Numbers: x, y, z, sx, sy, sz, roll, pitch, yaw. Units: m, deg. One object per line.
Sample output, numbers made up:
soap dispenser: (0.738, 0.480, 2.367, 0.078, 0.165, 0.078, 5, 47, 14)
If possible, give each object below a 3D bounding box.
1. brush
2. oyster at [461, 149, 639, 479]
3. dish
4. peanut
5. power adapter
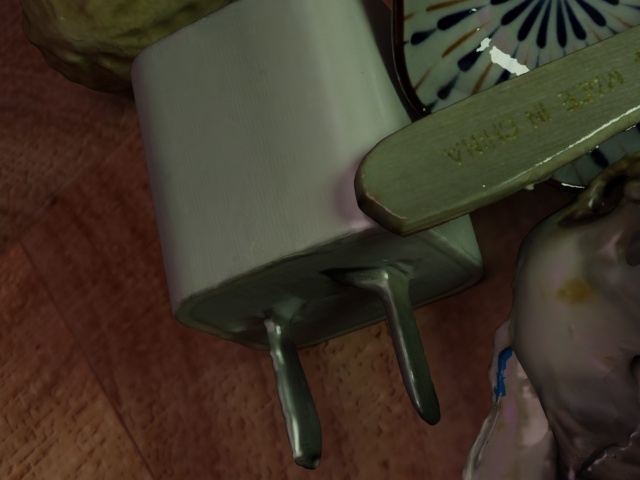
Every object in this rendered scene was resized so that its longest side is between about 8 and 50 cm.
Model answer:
brush: (0.166, -0.087, 0.460, 0.336, 0.020, 0.085, -27, 68, -5)
oyster: (0.127, 0.081, 0.445, 0.214, 0.083, 0.223, -107, 38, -60)
dish: (0.114, -0.120, 0.519, 0.190, 0.066, 0.191, -1, 102, -6)
peanut: (-0.059, -0.211, 0.623, 0.120, 0.136, 0.298, 42, 95, -2)
power adapter: (0.000, 0.000, 0.528, 0.130, 0.125, 0.205, -20, 68, 20)
